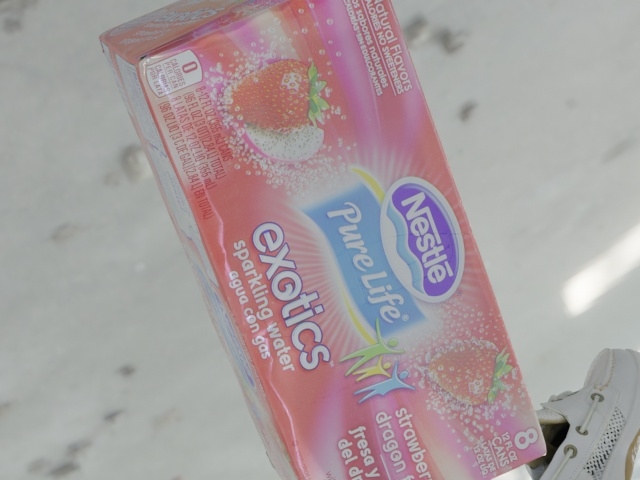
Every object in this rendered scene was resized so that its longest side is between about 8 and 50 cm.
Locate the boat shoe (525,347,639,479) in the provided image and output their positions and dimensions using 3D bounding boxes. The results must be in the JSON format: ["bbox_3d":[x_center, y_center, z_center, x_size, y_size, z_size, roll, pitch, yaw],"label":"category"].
[{"bbox_3d":[0.210,0.166,1.425,0.277,0.096,0.098,-61,174,-57],"label":"boat shoe"}]

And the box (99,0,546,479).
[{"bbox_3d":[0.000,0.000,0.978,0.142,0.300,0.154,-23,-164,-8],"label":"box"}]
